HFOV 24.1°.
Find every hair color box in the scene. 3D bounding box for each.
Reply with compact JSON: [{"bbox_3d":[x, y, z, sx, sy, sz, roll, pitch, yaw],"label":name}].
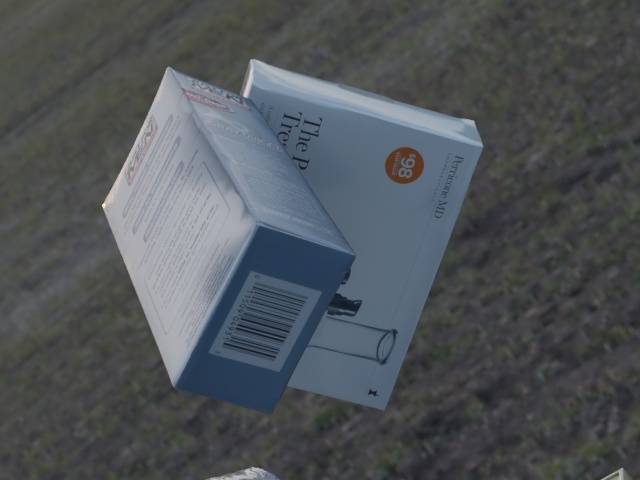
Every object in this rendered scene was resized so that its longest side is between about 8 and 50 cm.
[{"bbox_3d":[-0.105,-0.011,1.517,0.185,0.114,0.374,-62,29,18],"label":"hair color box"}]

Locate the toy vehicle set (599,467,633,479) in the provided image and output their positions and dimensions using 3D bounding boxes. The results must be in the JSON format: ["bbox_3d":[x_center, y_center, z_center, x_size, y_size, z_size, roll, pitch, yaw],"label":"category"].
[{"bbox_3d":[0.339,0.443,2.165,0.267,0.035,0.166,-34,11,20],"label":"toy vehicle set"}]

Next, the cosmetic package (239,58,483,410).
[{"bbox_3d":[0.000,0.000,1.819,0.097,0.284,0.377,-99,25,-64],"label":"cosmetic package"}]

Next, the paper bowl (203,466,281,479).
[{"bbox_3d":[-0.103,0.413,1.718,0.148,0.284,0.284,-9,6,-26],"label":"paper bowl"}]
